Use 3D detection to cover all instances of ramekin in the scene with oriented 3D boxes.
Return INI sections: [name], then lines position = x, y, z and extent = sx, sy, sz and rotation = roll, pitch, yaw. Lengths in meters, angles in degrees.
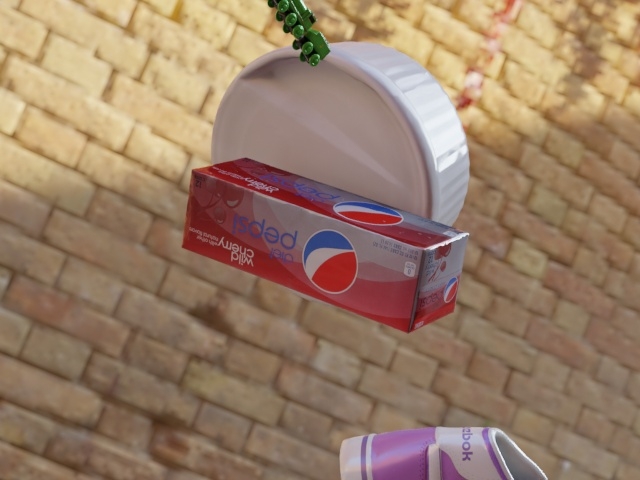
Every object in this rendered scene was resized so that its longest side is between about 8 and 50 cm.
[ramekin]
position = 0.029, -0.079, 1.523
extent = 0.272, 0.273, 0.127
rotation = 16, 29, 32

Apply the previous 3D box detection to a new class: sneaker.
[sneaker]
position = 0.124, 0.268, 1.166
extent = 0.161, 0.102, 0.282
rotation = -10, -60, 10

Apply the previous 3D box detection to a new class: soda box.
[soda box]
position = 0.000, 0.000, 1.395
extent = 0.263, 0.084, 0.092
rotation = 19, 21, 30

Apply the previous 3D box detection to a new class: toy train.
[toy train]
position = -0.017, -0.156, 1.048
extent = 0.017, 0.024, 0.083
rotation = 30, -20, 43
